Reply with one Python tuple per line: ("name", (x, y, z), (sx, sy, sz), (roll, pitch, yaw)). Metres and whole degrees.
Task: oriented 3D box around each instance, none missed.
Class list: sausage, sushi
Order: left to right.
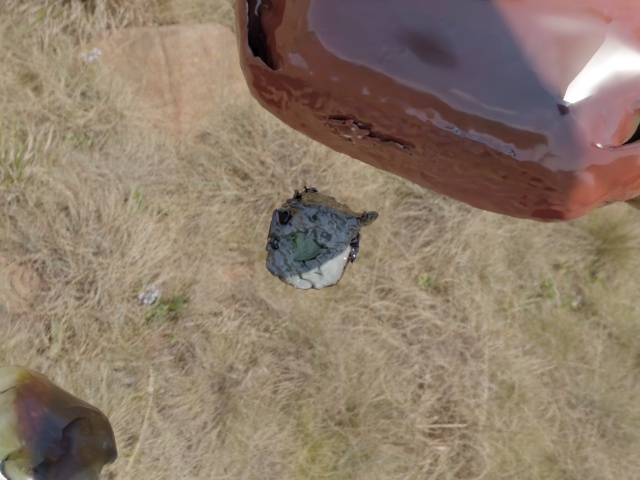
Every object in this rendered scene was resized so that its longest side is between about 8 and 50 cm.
("sushi", (-0.002, 0.000, 0.693), (0.098, 0.094, 0.084), (20, 12, 1))
("sausage", (0.081, -0.106, 0.419), (0.279, 0.152, 0.152), (20, 55, 3))

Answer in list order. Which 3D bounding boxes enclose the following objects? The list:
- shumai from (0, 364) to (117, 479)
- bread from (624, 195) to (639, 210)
("shumai", (-0.333, 0.184, 0.533), (0.217, 0.283, 0.346), (50, 18, -50))
("bread", (0.396, -0.091, 0.721), (0.344, 0.195, 0.149), (22, 64, -16))
